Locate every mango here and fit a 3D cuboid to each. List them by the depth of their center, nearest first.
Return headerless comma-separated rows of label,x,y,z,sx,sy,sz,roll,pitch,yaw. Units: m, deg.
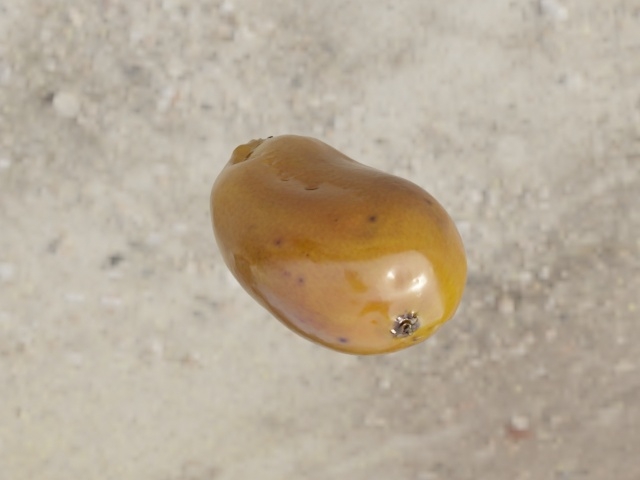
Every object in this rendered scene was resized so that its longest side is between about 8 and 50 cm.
mango,0.001,0.004,0.865,0.105,0.159,0.084,-19,120,-32
